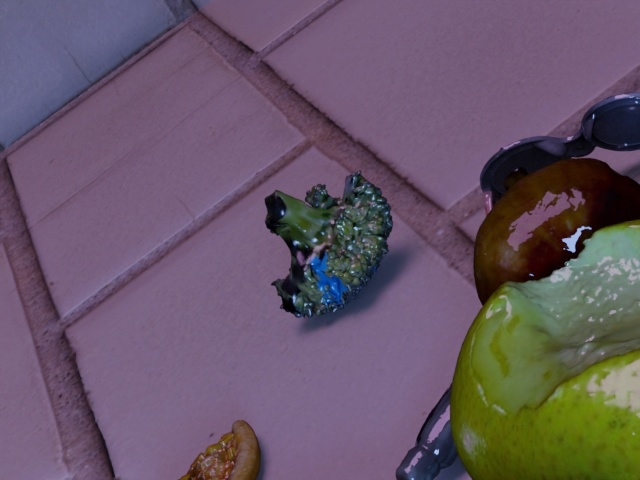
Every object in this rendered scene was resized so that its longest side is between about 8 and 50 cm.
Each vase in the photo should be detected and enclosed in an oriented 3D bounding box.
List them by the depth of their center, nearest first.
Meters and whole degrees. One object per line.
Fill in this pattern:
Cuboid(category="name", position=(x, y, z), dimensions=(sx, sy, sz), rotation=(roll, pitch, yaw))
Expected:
Cuboid(category="vase", position=(0.142, 0.156, 1.502), dimensions=(0.211, 0.060, 0.060), rotation=(-45, 26, -24))

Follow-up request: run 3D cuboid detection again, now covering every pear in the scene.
Cuboid(category="pear", position=(0.240, 0.137, 1.277), dimensions=(0.286, 0.176, 0.282), rotation=(-32, 26, 8))

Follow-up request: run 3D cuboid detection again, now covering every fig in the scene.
Cuboid(category="fig", position=(0.220, -0.024, 1.505), dimensions=(0.190, 0.191, 0.290), rotation=(-29, 42, 14))

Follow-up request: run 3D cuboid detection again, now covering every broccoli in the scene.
Cuboid(category="broccoli", position=(0.000, 0.000, 1.863), dimensions=(0.167, 0.160, 0.155), rotation=(-40, 34, 38))

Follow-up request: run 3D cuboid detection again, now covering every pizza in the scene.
Cuboid(category="pizza", position=(-0.121, 0.258, 1.682), dimensions=(0.131, 0.041, 0.178), rotation=(-17, 29, 38))

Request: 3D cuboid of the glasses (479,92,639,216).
Cuboid(category="glasses", position=(0.285, -0.012, 1.664), dimensions=(0.234, 0.118, 0.268), rotation=(-23, 47, 24))
